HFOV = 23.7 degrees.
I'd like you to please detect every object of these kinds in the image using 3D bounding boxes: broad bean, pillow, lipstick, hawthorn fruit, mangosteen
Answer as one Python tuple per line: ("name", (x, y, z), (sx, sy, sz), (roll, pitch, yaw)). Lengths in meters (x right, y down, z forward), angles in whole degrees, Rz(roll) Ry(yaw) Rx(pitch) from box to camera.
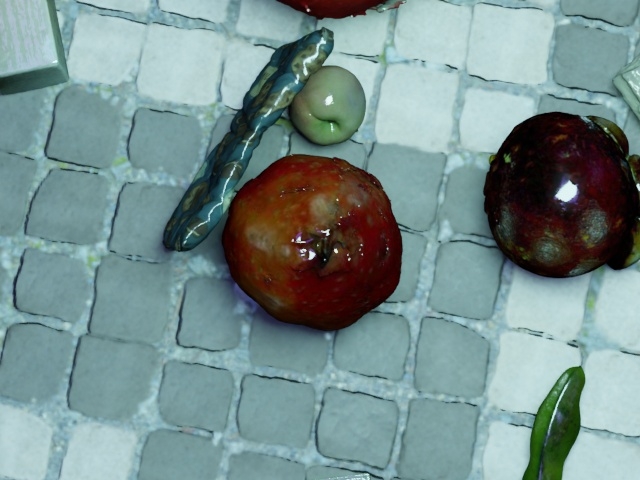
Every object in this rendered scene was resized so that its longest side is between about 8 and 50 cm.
("broad bean", (0.227, 0.220, 1.502), (0.061, 0.046, 0.195), (2, 87, -10))
("pillow", (-0.076, -0.097, 1.487), (0.034, 0.189, 0.256), (34, 83, -10))
("lipstick", (-0.336, -0.341, 1.584), (0.079, 0.076, 0.372), (-12, 81, -2))
("hawthorn fruit", (0.000, 0.000, 1.449), (0.181, 0.235, 0.181), (0, 89, -6))
("mangosteen", (0.248, -0.038, 1.485), (0.184, 0.172, 0.172), (25, 83, -14))

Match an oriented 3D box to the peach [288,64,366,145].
("peach", (0.007, -0.138, 1.544), (0.083, 0.083, 0.083), (0, 82, 2))

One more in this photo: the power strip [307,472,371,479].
("power strip", (0.017, 0.248, 1.518), (0.083, 0.017, 0.027), (-7, 83, 1))

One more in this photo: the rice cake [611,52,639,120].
("rice cake", (0.384, -0.078, 1.534), (0.052, 0.057, 0.256), (-37, 85, 27))

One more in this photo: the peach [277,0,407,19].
("peach", (0.042, -0.395, 1.461), (0.370, 0.370, 0.370), (0, 82, 2))
